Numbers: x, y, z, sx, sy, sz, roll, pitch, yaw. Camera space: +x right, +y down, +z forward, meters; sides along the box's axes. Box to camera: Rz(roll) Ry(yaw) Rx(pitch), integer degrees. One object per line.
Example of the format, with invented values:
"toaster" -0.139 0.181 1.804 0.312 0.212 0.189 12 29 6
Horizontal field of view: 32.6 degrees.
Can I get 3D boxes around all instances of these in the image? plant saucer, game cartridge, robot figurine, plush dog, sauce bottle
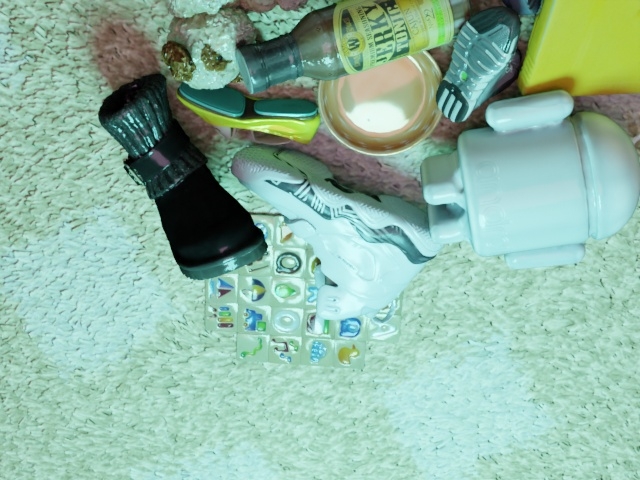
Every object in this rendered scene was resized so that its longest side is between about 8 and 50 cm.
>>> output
"plant saucer" 0.095 -0.231 1.716 0.199 0.037 0.200 1 116 2
"game cartridge" 0.450 -0.338 1.550 0.285 0.053 0.324 -4 143 -11
"robot figurine" 0.335 -0.086 1.680 0.353 0.200 0.300 -10 123 7
"plush dog" -0.162 -0.332 1.605 0.210 0.262 0.225 20 108 31
"sauce bottle" 0.049 -0.296 1.592 0.344 0.111 0.111 -21 113 -9

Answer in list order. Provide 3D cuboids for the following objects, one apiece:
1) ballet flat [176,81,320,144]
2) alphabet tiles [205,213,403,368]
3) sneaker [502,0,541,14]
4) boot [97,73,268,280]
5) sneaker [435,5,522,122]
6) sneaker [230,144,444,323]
"ballet flat" -0.116 -0.193 1.728 0.230 0.077 0.077 9 131 -3
"alphabet tiles" -0.028 0.090 1.884 0.342 0.011 0.285 4 114 1
"sneaker" 0.202 -0.447 1.535 0.131 0.112 0.319 -15 117 35
"boot" -0.215 -0.100 1.637 0.131 0.348 0.260 -28 116 -15
"sneaker" 0.261 -0.281 1.627 0.086 0.132 0.229 51 147 14
"sneaker" 0.000 0.000 1.758 0.365 0.137 0.210 23 111 -11
